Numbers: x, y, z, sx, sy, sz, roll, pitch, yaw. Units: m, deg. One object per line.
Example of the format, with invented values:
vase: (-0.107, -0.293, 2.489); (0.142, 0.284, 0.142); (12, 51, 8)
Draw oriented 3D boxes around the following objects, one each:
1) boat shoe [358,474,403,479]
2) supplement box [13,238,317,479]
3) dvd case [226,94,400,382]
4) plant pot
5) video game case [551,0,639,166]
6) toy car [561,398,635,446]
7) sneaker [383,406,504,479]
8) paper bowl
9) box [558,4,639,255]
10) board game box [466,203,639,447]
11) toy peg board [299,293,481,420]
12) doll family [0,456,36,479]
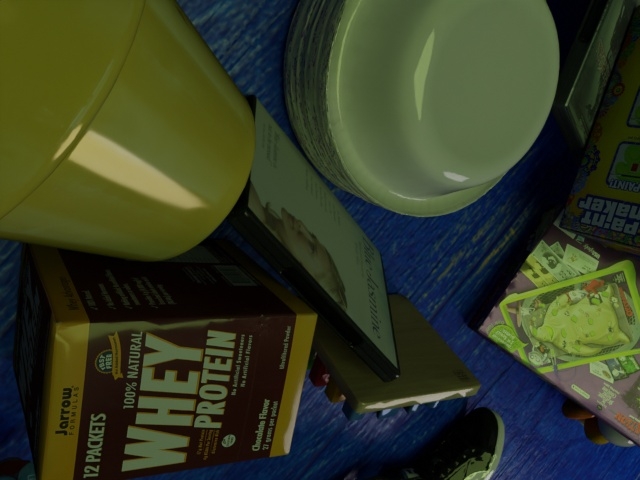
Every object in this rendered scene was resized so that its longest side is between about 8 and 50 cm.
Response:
boat shoe: (-0.032, 0.381, 0.767); (0.340, 0.127, 0.113); (-28, 133, -9)
supplement box: (-0.140, 0.085, 0.543); (0.194, 0.191, 0.129); (2, 107, -31)
dvd case: (0.000, 0.000, 0.618); (0.022, 0.180, 0.253); (-27, 127, 19)
plant pot: (-0.177, -0.100, 0.434); (0.254, 0.254, 0.239); (-58, 142, 0)
video game case: (0.347, -0.243, 0.762); (0.196, 0.026, 0.274); (27, 84, -57)
toy car: (0.451, 0.220, 1.010); (0.136, 0.159, 0.182); (39, 87, 2)
sneaker: (0.160, 0.315, 0.887); (0.121, 0.079, 0.217); (33, 91, -38)
paper bowl: (0.118, -0.162, 0.638); (0.284, 0.148, 0.284); (-12, 114, -29)
box: (0.482, -0.093, 0.765); (0.290, 0.177, 0.279); (16, 94, -33)
board game box: (0.399, 0.131, 0.890); (0.347, 0.056, 0.208); (36, 83, -8)
toy peg board: (0.059, 0.141, 0.719); (0.161, 0.160, 0.079); (0, 124, -32)
doll family: (-0.317, 0.241, 0.478); (0.263, 0.163, 0.118); (-3, 78, -30)
